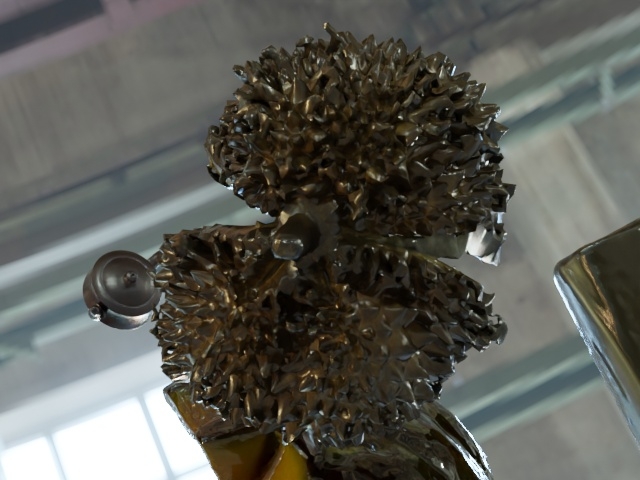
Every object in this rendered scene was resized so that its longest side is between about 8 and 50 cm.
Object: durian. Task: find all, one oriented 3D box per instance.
[{"bbox_3d":[0.000,0.000,0.847,0.167,0.196,0.196,2,-38,8],"label":"durian"}]

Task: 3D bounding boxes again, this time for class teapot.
[{"bbox_3d":[-0.167,0.038,1.689,0.100,0.068,0.045,-43,-4,-36],"label":"teapot"}]

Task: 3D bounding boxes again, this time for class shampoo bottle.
[{"bbox_3d":[0.248,0.155,1.127,0.084,0.350,0.125,-28,-11,14],"label":"shampoo bottle"}]

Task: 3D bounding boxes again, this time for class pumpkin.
[{"bbox_3d":[0.039,0.143,0.974,0.149,0.254,0.130,-27,-12,-14],"label":"pumpkin"}]
